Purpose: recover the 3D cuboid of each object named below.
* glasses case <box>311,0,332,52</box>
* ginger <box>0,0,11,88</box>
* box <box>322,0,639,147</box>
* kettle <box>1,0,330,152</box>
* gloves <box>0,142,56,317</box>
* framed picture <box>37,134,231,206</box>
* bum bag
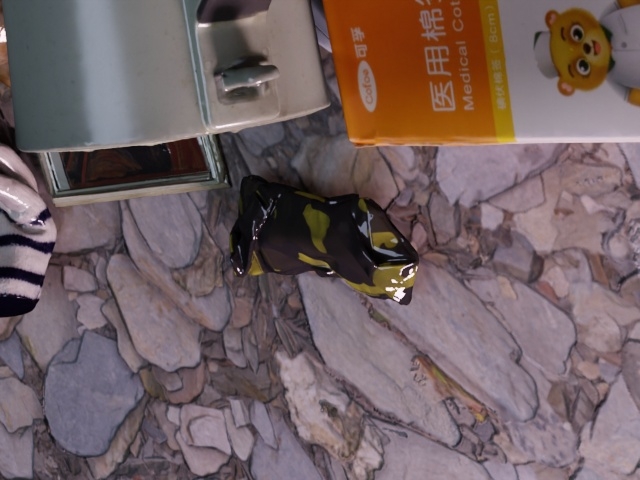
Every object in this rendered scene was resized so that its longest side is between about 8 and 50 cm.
[{"bbox_3d":[-0.014,-0.220,1.547,0.178,0.067,0.045,47,133,18],"label":"glasses case"},{"bbox_3d":[-0.301,-0.254,1.662,0.304,0.155,0.244,141,114,-84],"label":"ginger"},{"bbox_3d":[0.162,-0.192,1.341,0.341,0.143,0.224,2,109,42],"label":"box"},{"bbox_3d":[-0.117,-0.267,1.384,0.361,0.250,0.376,8,107,65],"label":"kettle"},{"bbox_3d":[-0.348,-0.037,1.923,0.140,0.131,0.218,-21,62,48],"label":"gloves"},{"bbox_3d":[-0.211,-0.142,1.806,0.273,0.016,0.216,-6,104,45],"label":"framed picture"},{"bbox_3d":[0.000,0.000,1.637,0.233,0.060,0.106,8,122,44],"label":"bum bag"}]
